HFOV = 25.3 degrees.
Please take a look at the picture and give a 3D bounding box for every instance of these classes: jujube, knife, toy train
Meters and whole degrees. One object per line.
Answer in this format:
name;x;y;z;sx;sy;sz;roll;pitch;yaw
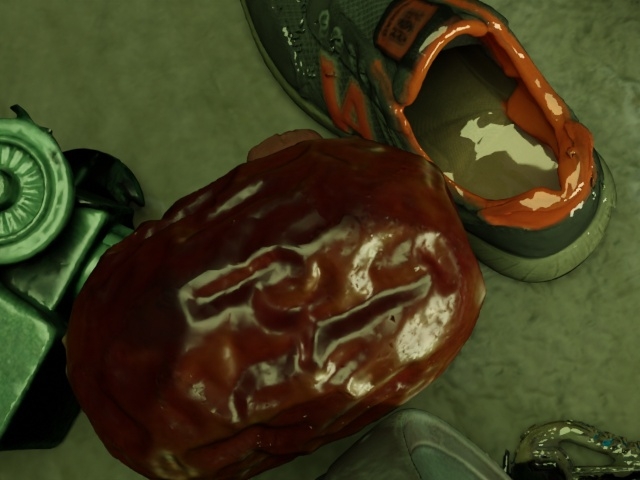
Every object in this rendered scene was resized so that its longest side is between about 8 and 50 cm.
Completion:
jujube;-0.028;0.042;0.839;0.250;0.174;0.174;-25;76;9
knife;0.299;0.156;0.899;0.365;0.043;0.089;-1;79;6
toy train;-0.263;0.007;0.938;0.299;0.167;0.238;27;88;12

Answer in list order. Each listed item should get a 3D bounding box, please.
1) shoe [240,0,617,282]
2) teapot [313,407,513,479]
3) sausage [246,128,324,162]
shoe;0.056;-0.119;0.919;0.132;0.171;0.336;-42;77;-3
teapot;0.029;0.307;0.790;0.312;0.233;0.315;-43;48;11
sausage;0.000;0.000;0.956;0.062;0.062;0.154;-23;77;2
